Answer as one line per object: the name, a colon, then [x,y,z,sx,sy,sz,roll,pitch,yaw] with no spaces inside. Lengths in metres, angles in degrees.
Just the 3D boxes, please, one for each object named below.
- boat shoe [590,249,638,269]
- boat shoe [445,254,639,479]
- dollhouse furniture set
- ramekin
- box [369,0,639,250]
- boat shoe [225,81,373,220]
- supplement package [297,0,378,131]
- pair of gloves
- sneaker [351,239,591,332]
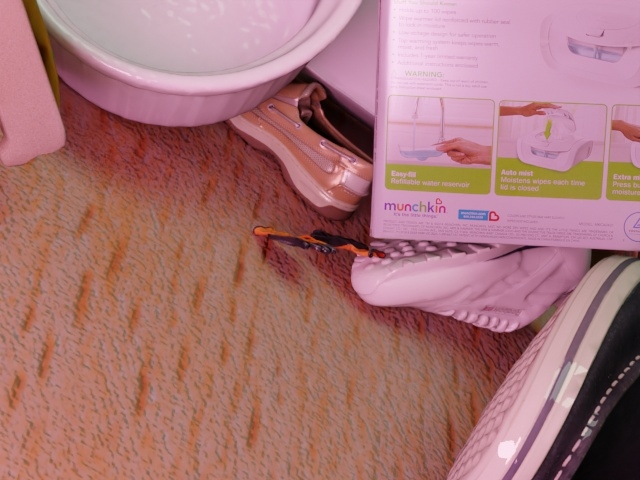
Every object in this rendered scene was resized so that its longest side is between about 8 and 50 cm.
boat shoe: [0.268,-0.025,1.600,0.063,0.170,0.059,10,-13,22]
boat shoe: [0.235,0.116,1.265,0.156,0.187,0.500,38,19,17]
dollhouse furniture set: [-0.187,-0.224,1.109,0.151,0.301,0.197,-20,33,-10]
ramekin: [-0.105,-0.220,1.310,0.277,0.135,0.277,3,74,-11]
box: [0.173,-0.118,1.313,0.262,0.231,0.127,2,14,6]
boat shoe: [-0.022,-0.103,1.432,0.190,0.072,0.068,44,26,16]
supplement package: [0.091,-0.156,1.499,0.194,0.149,0.203,35,0,-3]
pair of gloves: [0.000,0.000,1.313,0.083,0.010,0.074,5,8,-43]
sneaker: [0.127,0.032,1.379,0.235,0.095,0.090,-10,21,-33]
